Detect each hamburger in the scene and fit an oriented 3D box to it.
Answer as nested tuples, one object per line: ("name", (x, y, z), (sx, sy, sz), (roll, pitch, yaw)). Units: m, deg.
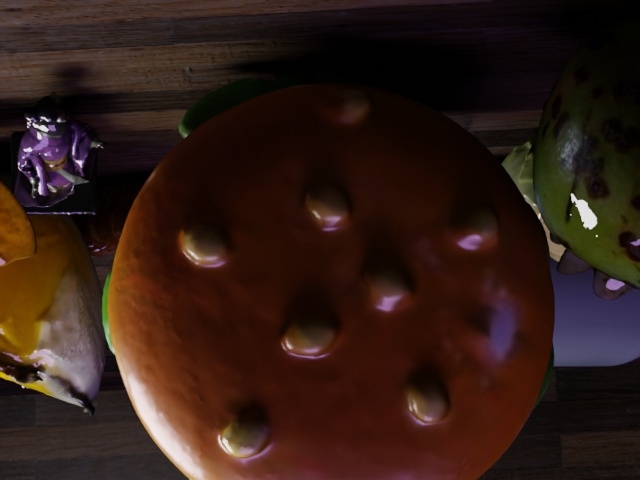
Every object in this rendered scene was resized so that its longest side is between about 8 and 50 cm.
("hamburger", (0.010, 0.065, 1.538), (0.396, 0.395, 0.277), (-1, 179, -7))

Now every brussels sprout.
("brussels sprout", (0.247, -0.049, 1.770), (0.149, 0.122, 0.151), (34, 160, -6))

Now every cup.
("cup", (0.231, 0.037, 1.964), (0.312, 0.205, 0.205), (4, 166, -35))

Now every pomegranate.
("pomegranate", (0.259, -0.046, 1.428), (0.242, 0.242, 0.306), (6, 142, -35))

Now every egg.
("egg", (-0.342, 0.028, 1.800), (0.337, 0.201, 0.337), (24, 170, 5))

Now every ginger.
("ginger", (-0.216, -0.024, 1.907), (0.162, 0.073, 0.103), (-1, 156, 22))

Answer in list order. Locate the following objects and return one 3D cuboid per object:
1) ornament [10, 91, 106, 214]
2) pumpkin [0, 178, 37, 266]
("ornament", (-0.228, -0.081, 1.598), (0.081, 0.088, 0.203), (-1, 166, -13))
("pumpkin", (-0.425, -0.065, 1.575), (0.258, 0.095, 0.290), (3, 163, 27))
